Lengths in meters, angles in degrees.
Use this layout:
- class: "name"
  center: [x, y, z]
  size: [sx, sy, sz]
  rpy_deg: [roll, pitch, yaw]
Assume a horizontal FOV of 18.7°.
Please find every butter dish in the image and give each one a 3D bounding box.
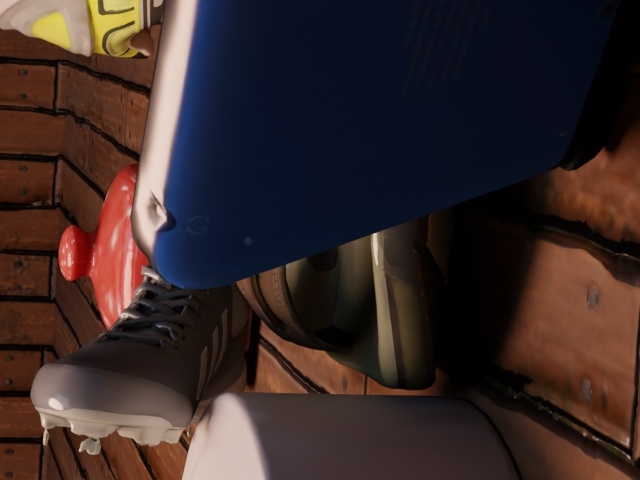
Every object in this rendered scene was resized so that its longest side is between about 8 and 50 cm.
- class: "butter dish"
  center: [-0.108, 0.010, 1.246]
  size: [0.160, 0.118, 0.160]
  rpy_deg: [-141, 53, -74]

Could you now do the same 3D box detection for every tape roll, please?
- class: "tape roll"
  center: [0.004, 0.200, 0.768]
  size: [0.286, 0.100, 0.286]
  rpy_deg: [-178, 90, -77]

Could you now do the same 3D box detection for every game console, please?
- class: "game console"
  center: [0.034, -0.167, 0.562]
  size: [0.173, 0.250, 0.293]
  rpy_deg: [48, 142, 33]

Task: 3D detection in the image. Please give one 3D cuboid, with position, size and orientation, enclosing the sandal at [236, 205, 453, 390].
- class: "sandal"
  center: [0.000, 0.002, 0.835]
  size: [0.303, 0.086, 0.120]
  rpy_deg: [159, 116, -78]

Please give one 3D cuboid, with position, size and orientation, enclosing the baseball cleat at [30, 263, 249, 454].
- class: "baseball cleat"
  center: [-0.075, 0.036, 0.867]
  size: [0.206, 0.072, 0.109]
  rpy_deg: [7, -88, -83]

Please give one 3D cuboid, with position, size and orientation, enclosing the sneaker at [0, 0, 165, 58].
- class: "sneaker"
  center: [-0.090, -0.227, 1.202]
  size: [0.384, 0.147, 0.145]
  rpy_deg: [-26, 50, 55]
